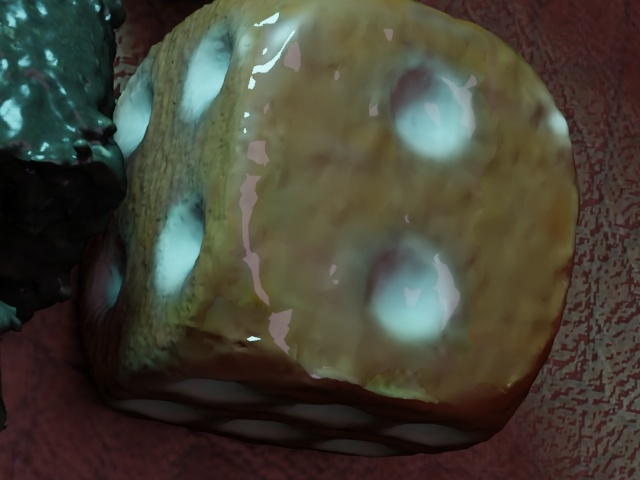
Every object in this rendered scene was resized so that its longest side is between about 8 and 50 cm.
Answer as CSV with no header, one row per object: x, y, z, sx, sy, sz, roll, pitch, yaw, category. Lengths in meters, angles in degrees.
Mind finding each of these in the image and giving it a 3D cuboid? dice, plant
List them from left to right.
-0.151,-0.024,0.638,0.131,0.142,0.203,20,64,-19,plant
0.000,0.000,0.702,0.175,0.174,0.179,20,68,-26,dice
